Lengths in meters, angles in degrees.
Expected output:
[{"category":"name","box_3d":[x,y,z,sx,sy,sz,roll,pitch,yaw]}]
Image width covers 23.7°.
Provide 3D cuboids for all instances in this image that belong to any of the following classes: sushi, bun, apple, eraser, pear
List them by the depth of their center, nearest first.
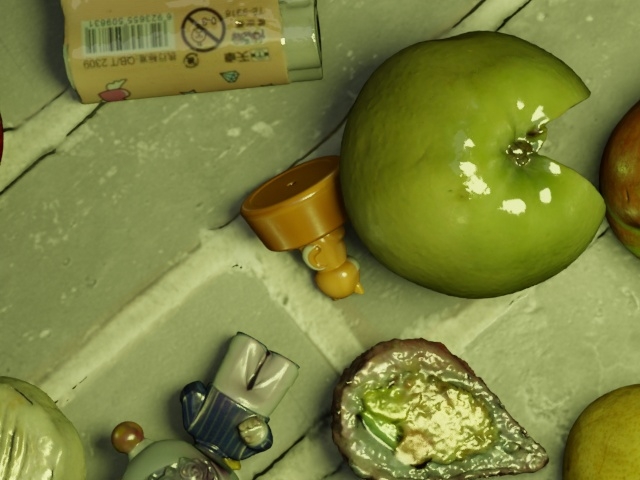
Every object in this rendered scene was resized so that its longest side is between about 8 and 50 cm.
[{"category":"pear","box_3d":[0.352,0.249,1.607,0.209,0.209,0.209,-1,84,5]},{"category":"apple","box_3d":[0.425,-0.067,1.608,0.246,0.246,0.226,39,79,8]},{"category":"apple","box_3d":[0.167,-0.081,1.616,0.292,0.254,0.292,2,83,-17]},{"category":"sushi","box_3d":[0.129,0.185,1.677,0.241,0.107,0.161,-3,84,-3]},{"category":"bun","box_3d":[-0.370,0.269,1.698,0.239,0.141,0.239,-1,78,6]},{"category":"eraser","box_3d":[-0.148,-0.256,1.760,0.290,0.087,0.171,-6,86,5]}]

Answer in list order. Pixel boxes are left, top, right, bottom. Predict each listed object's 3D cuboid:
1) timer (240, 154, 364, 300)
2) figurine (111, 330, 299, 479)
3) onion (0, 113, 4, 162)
[{"category":"timer","box_3d":[0.000,0.000,1.716,0.132,0.132,0.152,-26,107,2]},{"category":"figurine","box_3d":[-0.114,0.242,1.689,0.274,0.133,0.194,-38,94,-13]},{"category":"onion","box_3d":[-0.474,-0.122,1.738,0.248,0.161,0.248,-2,83,16]}]
